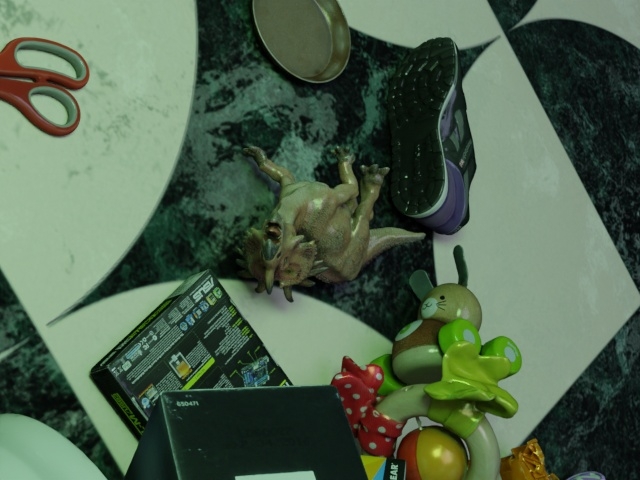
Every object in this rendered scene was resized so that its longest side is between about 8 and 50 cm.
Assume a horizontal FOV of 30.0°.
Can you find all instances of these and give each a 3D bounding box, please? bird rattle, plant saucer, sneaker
[{"bbox_3d":[0.110,0.229,1.377,0.143,0.253,0.207,-35,108,-73],"label":"bird rattle"},{"bbox_3d":[-0.031,-0.284,1.580,0.168,0.029,0.168,17,63,-37],"label":"plant saucer"},{"bbox_3d":[0.165,-0.143,1.677,0.124,0.107,0.283,32,58,-48],"label":"sneaker"}]

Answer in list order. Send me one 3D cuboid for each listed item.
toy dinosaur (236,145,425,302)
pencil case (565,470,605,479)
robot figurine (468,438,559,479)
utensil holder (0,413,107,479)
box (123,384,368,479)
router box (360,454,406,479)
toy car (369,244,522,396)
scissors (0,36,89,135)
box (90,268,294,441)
[{"bbox_3d":[0.000,0.000,1.446,0.295,0.127,0.200,25,63,-44],"label":"toy dinosaur"},{"bbox_3d":[0.403,0.423,1.679,0.086,0.088,0.206,-34,99,-42],"label":"pencil case"},{"bbox_3d":[0.286,0.406,1.531,0.211,0.085,0.291,-5,57,-42],"label":"robot figurine"},{"bbox_3d":[-0.343,0.346,0.865,0.385,0.327,0.327,-21,90,-42],"label":"utensil holder"},{"bbox_3d":[-0.073,0.333,1.053,0.183,0.294,0.296,1,48,-25],"label":"box"},{"bbox_3d":[0.021,0.314,1.290,0.179,0.133,0.046,-81,173,-48],"label":"router box"},{"bbox_3d":[0.154,0.100,1.533,0.149,0.155,0.188,24,50,-35],"label":"toy car"},{"bbox_3d":[-0.372,-0.181,1.240,0.297,0.021,0.109,10,71,-39],"label":"scissors"},{"bbox_3d":[-0.134,0.157,1.316,0.184,0.045,0.191,57,46,-14],"label":"box"}]
